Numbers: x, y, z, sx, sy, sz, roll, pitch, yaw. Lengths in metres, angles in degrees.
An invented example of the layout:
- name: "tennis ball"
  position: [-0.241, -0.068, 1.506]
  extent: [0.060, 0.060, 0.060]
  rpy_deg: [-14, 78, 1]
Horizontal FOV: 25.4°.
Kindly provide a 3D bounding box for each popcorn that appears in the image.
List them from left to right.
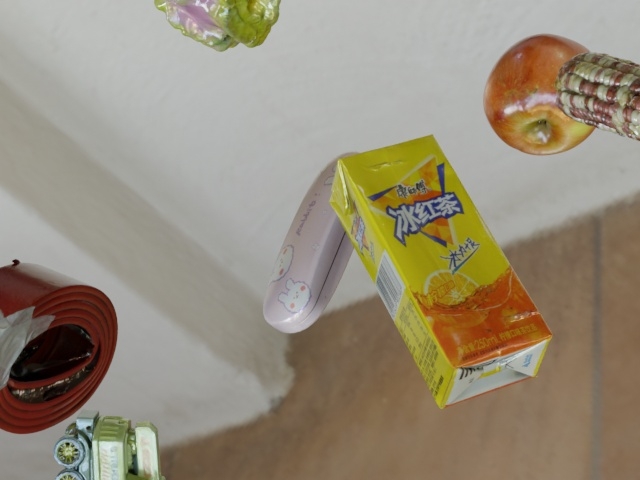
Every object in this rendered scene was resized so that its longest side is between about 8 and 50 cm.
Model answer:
- name: "popcorn"
  position: [-0.108, -0.265, 1.478]
  extent: [0.126, 0.145, 0.126]
  rpy_deg: [-50, 34, 35]

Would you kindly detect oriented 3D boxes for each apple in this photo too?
- name: "apple"
  position: [0.303, -0.198, 1.910]
  extent: [0.163, 0.163, 0.139]
  rpy_deg: [-19, 45, 37]

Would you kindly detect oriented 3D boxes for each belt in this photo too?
- name: "belt"
  position: [-0.419, 0.148, 2.001]
  extent: [0.115, 0.324, 0.227]
  rpy_deg: [19, 97, 23]

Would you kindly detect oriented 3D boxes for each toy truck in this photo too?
- name: "toy truck"
  position: [-0.198, 0.246, 1.348]
  extent: [0.077, 0.100, 0.169]
  rpy_deg: [-84, -6, -86]

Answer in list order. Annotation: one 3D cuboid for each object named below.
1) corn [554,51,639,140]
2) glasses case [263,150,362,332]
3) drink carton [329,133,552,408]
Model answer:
- name: "corn"
  position: [0.320, -0.131, 1.400]
  extent: [0.079, 0.079, 0.237]
  rpy_deg: [-51, 37, -5]
- name: "glasses case"
  position: [0.000, 0.000, 2.104]
  extent: [0.113, 0.075, 0.297]
  rpy_deg: [-9, 52, 53]
- name: "drink carton"
  position: [0.154, 0.033, 1.879]
  extent: [0.154, 0.111, 0.351]
  rpy_deg: [-16, 58, -19]
